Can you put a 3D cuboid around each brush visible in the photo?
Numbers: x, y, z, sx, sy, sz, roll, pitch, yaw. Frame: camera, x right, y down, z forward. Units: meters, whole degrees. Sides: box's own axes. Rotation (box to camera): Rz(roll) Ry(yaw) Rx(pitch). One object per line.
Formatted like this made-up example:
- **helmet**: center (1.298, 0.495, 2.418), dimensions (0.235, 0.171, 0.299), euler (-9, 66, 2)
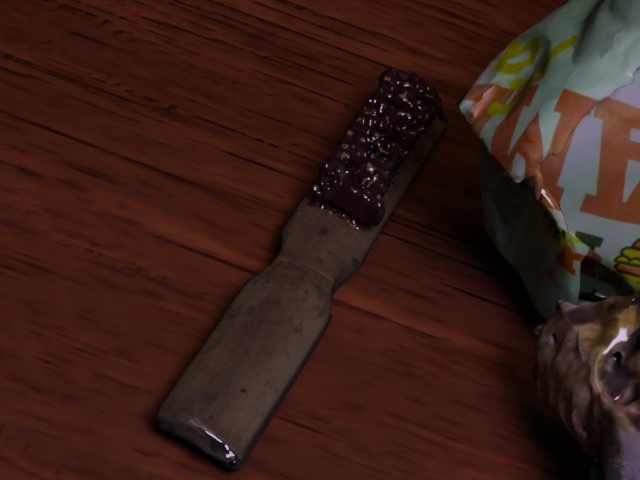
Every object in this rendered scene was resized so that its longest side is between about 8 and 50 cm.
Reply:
- **brush**: center (0.000, 0.000, 0.729), dimensions (0.043, 0.036, 0.248), euler (24, 45, 10)

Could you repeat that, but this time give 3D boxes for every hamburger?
- **hamburger**: center (0.184, -0.032, 0.721), dimensions (0.235, 0.214, 0.125), euler (36, 29, -27)

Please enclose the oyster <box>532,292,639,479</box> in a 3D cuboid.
- **oyster**: center (0.212, 0.098, 0.658), dimensions (0.214, 0.083, 0.223), euler (-18, 83, 4)
